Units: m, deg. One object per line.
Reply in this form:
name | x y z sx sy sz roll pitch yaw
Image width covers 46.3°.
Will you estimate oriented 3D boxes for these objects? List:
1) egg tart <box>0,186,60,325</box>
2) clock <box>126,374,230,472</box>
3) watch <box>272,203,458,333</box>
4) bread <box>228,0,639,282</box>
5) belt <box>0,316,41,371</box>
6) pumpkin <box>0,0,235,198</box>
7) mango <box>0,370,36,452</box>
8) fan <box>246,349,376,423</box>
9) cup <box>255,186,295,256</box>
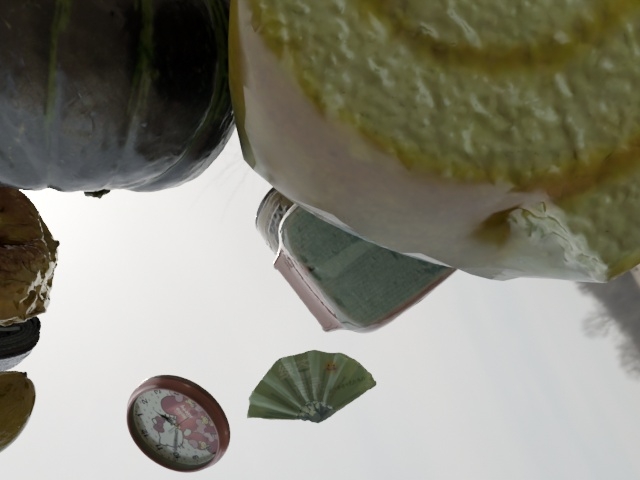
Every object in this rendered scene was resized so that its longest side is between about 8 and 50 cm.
egg tart | -0.534 -0.022 0.913 0.443 0.178 0.443 40 -171 -8
clock | -0.309 0.399 1.627 0.244 0.244 0.056 56 -153 -12
watch | 0.081 -0.018 0.847 0.161 0.253 0.241 53 -176 3
bread | 0.127 -0.103 0.537 0.395 0.263 0.239 29 -171 3
belt | -0.625 0.184 1.344 0.218 0.128 0.122 1 -119 -42
pumpkin | -0.219 -0.172 0.647 0.324 0.241 0.323 18 -161 -7
mango | -0.531 0.286 1.124 0.091 0.137 0.237 23 -147 19
fan | -0.023 0.261 1.319 0.009 0.240 0.131 -5 -102 -84
cup | 0.000 0.000 1.697 0.257 0.227 0.301 32 155 28
